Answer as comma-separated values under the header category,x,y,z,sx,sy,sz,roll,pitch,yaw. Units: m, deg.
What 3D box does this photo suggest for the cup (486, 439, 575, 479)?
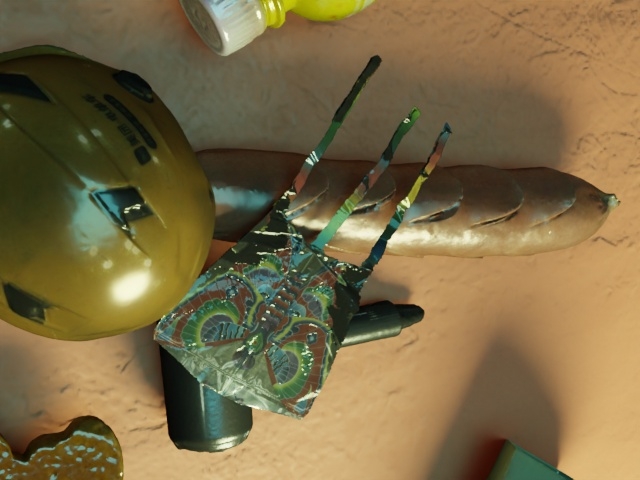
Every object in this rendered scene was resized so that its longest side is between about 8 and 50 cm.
category,x,y,z,sx,sy,sz,roll,pitch,yaw
cup,0.173,0.320,0.938,0.134,0.148,0.235,32,90,9

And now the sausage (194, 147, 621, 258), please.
category,x,y,z,sx,sy,sz,roll,pitch,yaw
sausage,0.072,-0.028,0.860,0.433,0.088,0.087,2,98,-22

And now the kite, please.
category,x,y,z,sx,sy,sz,roll,pitch,yaw
kite,0.000,0.000,0.781,0.152,0.015,0.285,33,88,-27

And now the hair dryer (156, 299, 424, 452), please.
category,x,y,z,sx,sy,sz,roll,pitch,yaw
hair dryer,-0.018,0.098,0.860,0.248,0.071,0.114,-9,101,-30

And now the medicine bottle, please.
category,x,y,z,sx,sy,sz,roll,pitch,yaw
medicine bottle,-0.006,-0.224,0.772,0.212,0.122,0.121,-36,110,-14

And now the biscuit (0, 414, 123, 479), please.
category,x,y,z,sx,sy,sz,roll,pitch,yaw
biscuit,-0.259,0.252,0.772,0.208,0.041,0.290,44,84,-21

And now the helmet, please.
category,x,y,z,sx,sy,sz,roll,pitch,yaw
helmet,-0.183,-0.027,0.695,0.198,0.130,0.224,-43,97,6
